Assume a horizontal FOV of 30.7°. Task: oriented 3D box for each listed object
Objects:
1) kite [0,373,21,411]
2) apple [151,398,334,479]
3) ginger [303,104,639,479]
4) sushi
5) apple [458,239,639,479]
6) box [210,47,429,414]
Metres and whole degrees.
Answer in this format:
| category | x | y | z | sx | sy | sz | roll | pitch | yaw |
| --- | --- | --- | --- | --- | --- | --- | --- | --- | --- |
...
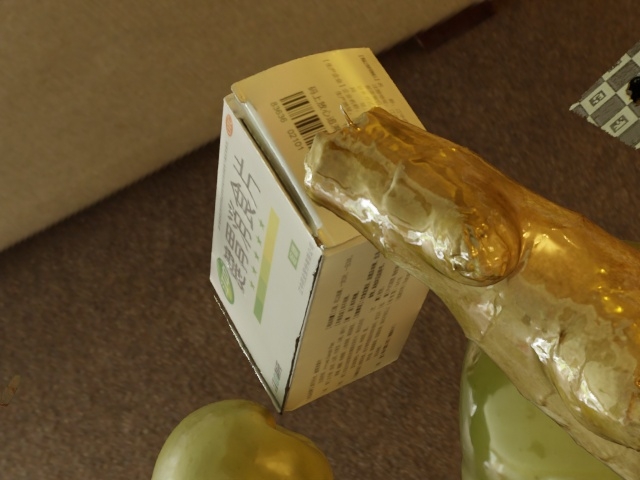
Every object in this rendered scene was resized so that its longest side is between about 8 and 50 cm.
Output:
| category | x | y | z | sx | sy | sz | roll | pitch | yaw |
| --- | --- | --- | --- | --- | --- | --- | --- | --- | --- |
| kite | -0.269 | 0.127 | 0.661 | 0.127 | 0.016 | 0.229 | 34 | 47 | 23 |
| apple | -0.077 | 0.257 | 1.159 | 0.200 | 0.200 | 0.200 | -10 | 66 | 23 |
| ginger | 0.151 | 0.067 | 0.763 | 0.166 | 0.375 | 0.236 | -58 | 18 | 34 |
| sushi | 0.406 | -0.188 | 1.326 | 0.210 | 0.040 | 0.193 | -45 | 24 | 7 |
| apple | 0.300 | 0.163 | 1.167 | 0.357 | 0.357 | 0.357 | -10 | 66 | 23 |
| box | 0.001 | -0.001 | 1.057 | 0.145 | 0.333 | 0.173 | -23 | 65 | -20 |
